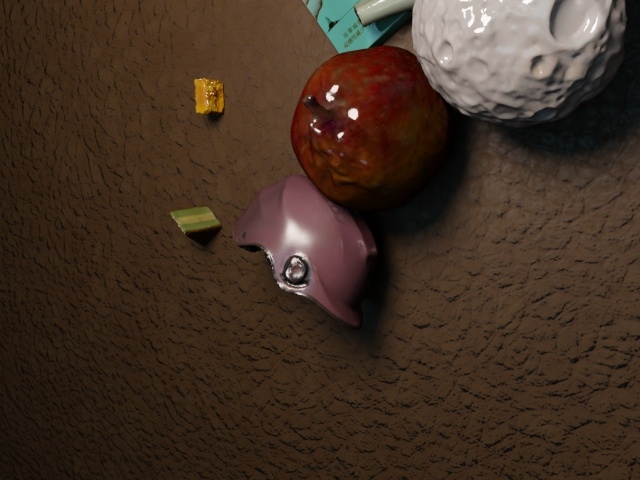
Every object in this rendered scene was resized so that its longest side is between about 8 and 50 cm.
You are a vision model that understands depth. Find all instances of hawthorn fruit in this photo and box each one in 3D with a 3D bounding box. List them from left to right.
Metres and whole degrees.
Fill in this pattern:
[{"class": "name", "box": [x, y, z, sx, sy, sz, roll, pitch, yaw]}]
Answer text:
[{"class": "hawthorn fruit", "box": [0.094, -0.197, 1.068, 0.307, 0.325, 0.309, 3, 117, 5]}]

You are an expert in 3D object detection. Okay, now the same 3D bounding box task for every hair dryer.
[{"class": "hair dryer", "box": [0.134, -0.470, 1.015, 0.229, 0.267, 0.093, -31, 68, 24]}]

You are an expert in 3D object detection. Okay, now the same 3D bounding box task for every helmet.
[{"class": "helmet", "box": [0.000, 0.000, 1.185, 0.338, 0.271, 0.197, 38, 99, 21]}]

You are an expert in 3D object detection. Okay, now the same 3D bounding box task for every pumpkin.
[{"class": "pumpkin", "box": [-0.260, -0.332, 1.368, 0.053, 0.074, 0.084, -1, 96, 24]}]

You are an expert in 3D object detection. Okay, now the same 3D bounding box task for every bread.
[{"class": "bread", "box": [-0.318, -0.028, 1.412, 0.084, 0.139, 0.074, -43, 79, 27]}]

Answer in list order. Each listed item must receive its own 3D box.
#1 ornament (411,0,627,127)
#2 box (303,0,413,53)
[{"class": "ornament", "box": [0.300, -0.342, 0.913, 0.336, 0.337, 0.338, 5, 101, 28]}, {"class": "box", "box": [0.059, -0.490, 1.185, 0.162, 0.041, 0.229, -38, 80, 28]}]
